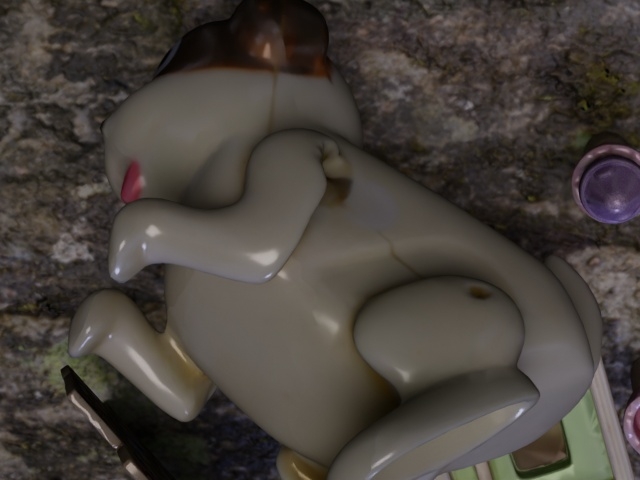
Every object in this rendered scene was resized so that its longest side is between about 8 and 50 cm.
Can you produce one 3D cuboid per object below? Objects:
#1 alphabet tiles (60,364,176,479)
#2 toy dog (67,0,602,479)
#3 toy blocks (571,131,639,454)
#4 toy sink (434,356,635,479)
[{"bbox_3d":[-0.104,0.244,0.996,0.011,0.285,0.342,-41,100,-10],"label":"alphabet tiles"},{"bbox_3d":[0.000,0.000,0.883,0.395,0.284,0.408,-28,68,-24],"label":"toy dog"},{"bbox_3d":[0.374,0.031,0.919,0.309,0.260,0.288,-12,103,14],"label":"toy blocks"},{"bbox_3d":[0.143,0.171,1.046,0.234,0.131,0.152,-16,102,5],"label":"toy sink"}]
